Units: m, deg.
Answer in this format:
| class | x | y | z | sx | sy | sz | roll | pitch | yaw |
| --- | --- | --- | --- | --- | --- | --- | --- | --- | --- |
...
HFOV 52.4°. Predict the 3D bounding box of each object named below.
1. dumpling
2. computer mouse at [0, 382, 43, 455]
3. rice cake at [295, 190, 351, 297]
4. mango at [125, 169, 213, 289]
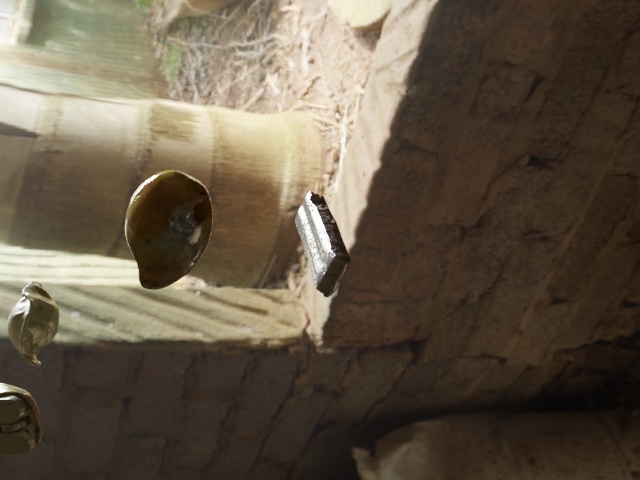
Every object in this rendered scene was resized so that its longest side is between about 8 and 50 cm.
| class | x | y | z | sx | sy | sz | roll | pitch | yaw |
| --- | --- | --- | --- | --- | --- | --- | --- | --- | --- |
| dumpling | -0.586 | 0.158 | 1.318 | 0.134 | 0.100 | 0.169 | 115 | 174 | -63 |
| computer mouse | -0.658 | 0.361 | 1.322 | 0.237 | 0.082 | 0.145 | -1 | 104 | 36 |
| rice cake | 0.000 | -0.002 | 1.498 | 0.106 | 0.050 | 0.298 | -63 | 26 | 28 |
| mango | -0.341 | -0.014 | 1.463 | 0.146 | 0.193 | 0.316 | 55 | 138 | 45 |
